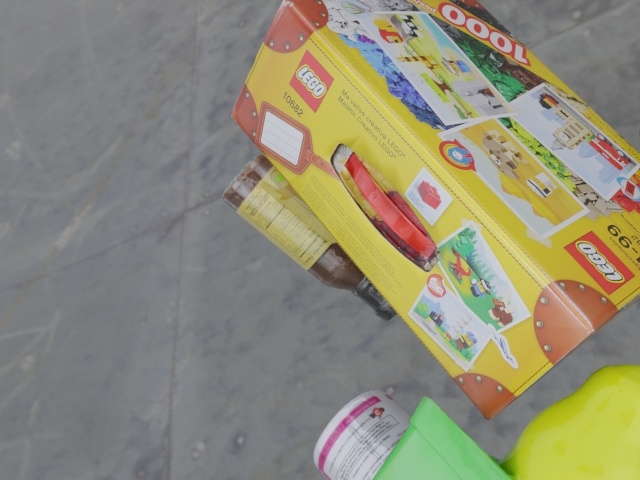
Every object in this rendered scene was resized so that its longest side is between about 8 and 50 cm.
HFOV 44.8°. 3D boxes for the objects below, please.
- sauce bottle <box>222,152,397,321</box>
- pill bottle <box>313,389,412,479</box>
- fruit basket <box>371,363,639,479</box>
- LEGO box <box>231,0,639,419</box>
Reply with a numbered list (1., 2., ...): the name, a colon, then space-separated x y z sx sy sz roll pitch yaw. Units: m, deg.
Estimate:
1. sauce bottle: 0.000 0.000 1.284 0.111 0.344 0.111 -50 4 5
2. pill bottle: 0.136 0.369 1.151 0.160 0.160 0.283 -49 57 -3
3. fruit basket: 0.252 0.300 0.798 0.392 0.283 0.392 -16 44 16
4. LEGO box: 0.193 -0.087 0.993 0.500 0.372 0.193 50 134 18
